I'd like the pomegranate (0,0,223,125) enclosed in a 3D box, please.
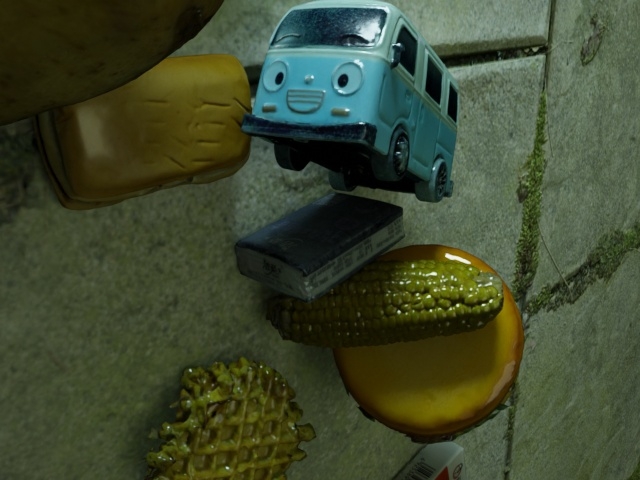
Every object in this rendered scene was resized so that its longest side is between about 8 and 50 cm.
[{"bbox_3d":[-0.172,-0.201,0.312,0.281,0.281,0.281,-18,116,-42],"label":"pomegranate"}]

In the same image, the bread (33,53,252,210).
[{"bbox_3d":[-0.136,-0.096,0.544,0.200,0.077,0.116,-20,110,-42],"label":"bread"}]

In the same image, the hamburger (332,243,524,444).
[{"bbox_3d":[0.135,0.127,0.796,0.246,0.246,0.170,-61,157,-12],"label":"hamburger"}]

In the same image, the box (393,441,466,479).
[{"bbox_3d":[0.177,0.532,1.098,0.214,0.069,0.353,-34,128,-35],"label":"box"}]

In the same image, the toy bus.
[{"bbox_3d":[0.050,-0.137,0.643,0.271,0.133,0.164,12,88,-63],"label":"toy bus"}]

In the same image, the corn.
[{"bbox_3d":[0.064,0.066,0.692,0.097,0.262,0.097,-6,90,-76],"label":"corn"}]

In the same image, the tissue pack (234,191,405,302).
[{"bbox_3d":[0.000,0.000,0.686,0.156,0.112,0.051,-30,123,-36],"label":"tissue pack"}]

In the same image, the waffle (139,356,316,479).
[{"bbox_3d":[-0.103,0.219,0.689,0.193,0.070,0.197,-54,133,-18],"label":"waffle"}]
